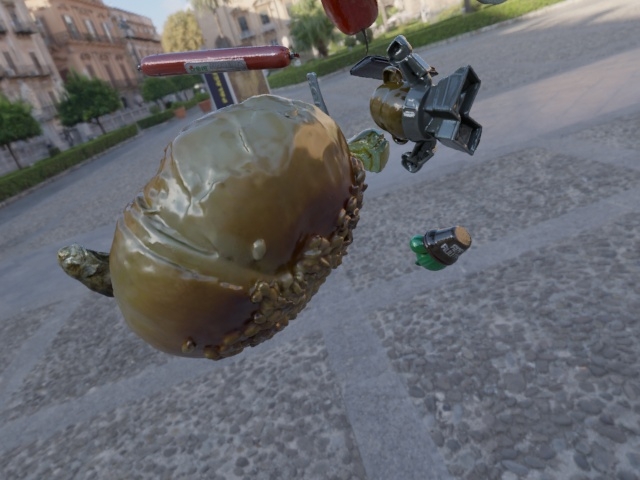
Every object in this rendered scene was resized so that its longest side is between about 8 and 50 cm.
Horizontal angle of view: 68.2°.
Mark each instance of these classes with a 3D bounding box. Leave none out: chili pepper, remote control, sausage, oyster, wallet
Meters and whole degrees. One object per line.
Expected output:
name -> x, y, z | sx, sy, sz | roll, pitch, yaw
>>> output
chili pepper -> 0.050, -0.374, 0.751 | 0.086, 0.192, 0.084 | -11, 55, 17
remote control -> 0.002, -0.393, 1.367 | 0.027, 0.184, 0.050 | -26, 24, -19
sausage -> -0.148, -0.249, 0.655 | 0.253, 0.034, 0.034 | 3, 27, 19
oyster -> -0.423, 0.074, 1.064 | 0.294, 0.166, 0.094 | 2, 57, 3
wallet -> 0.209, -0.482, 1.337 | 0.232, 0.031, 0.122 | 0, -2, -27

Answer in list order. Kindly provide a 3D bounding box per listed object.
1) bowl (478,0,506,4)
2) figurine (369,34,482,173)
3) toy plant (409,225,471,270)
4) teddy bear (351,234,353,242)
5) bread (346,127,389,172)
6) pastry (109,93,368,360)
bowl -> 0.329, -0.577, 0.776 | 0.313, 0.313, 0.146 | -31, 22, -32
figurine -> 0.246, -0.329, 1.191 | 0.285, 0.342, 0.167 | 18, 23, 42
toy plant -> 0.320, 0.025, 1.322 | 0.200, 0.143, 0.105 | -36, 35, 47
teddy bear -> -0.004, -0.008, 1.022 | 0.160, 0.078, 0.119 | -14, 3, -30
bread -> 0.139, -0.288, 1.428 | 0.156, 0.110, 0.103 | 30, 54, 9
pastry -> -0.098, -0.006, 0.676 | 0.409, 0.245, 0.409 | -50, -6, -7
